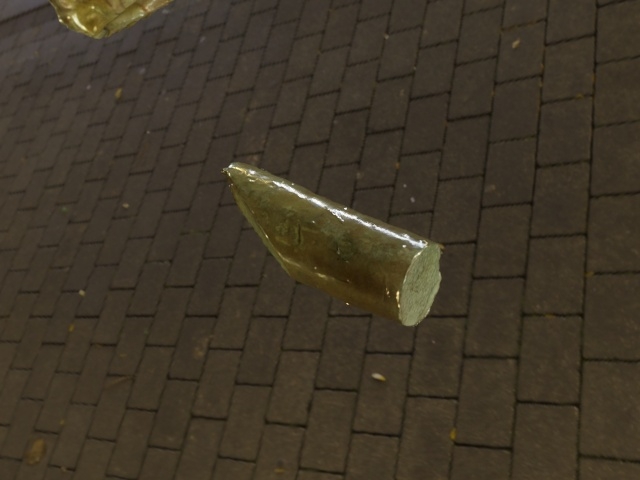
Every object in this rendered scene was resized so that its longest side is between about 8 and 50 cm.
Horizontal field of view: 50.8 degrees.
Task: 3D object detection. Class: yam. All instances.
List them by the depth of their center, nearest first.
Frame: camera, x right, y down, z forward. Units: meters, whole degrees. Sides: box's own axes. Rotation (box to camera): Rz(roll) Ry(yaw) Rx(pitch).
[{"bbox_3d":[0.000,0.000,0.727,0.259,0.106,0.106,23,78,23],"label":"yam"}]

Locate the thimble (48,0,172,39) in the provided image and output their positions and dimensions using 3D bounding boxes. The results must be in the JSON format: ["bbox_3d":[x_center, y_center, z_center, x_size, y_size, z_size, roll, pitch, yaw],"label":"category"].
[{"bbox_3d":[-0.199,-0.291,0.641,0.190,0.143,0.137,-38,14,-14],"label":"thimble"}]
